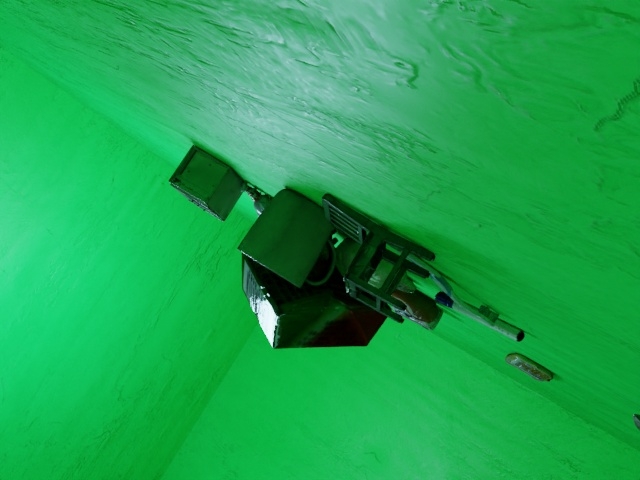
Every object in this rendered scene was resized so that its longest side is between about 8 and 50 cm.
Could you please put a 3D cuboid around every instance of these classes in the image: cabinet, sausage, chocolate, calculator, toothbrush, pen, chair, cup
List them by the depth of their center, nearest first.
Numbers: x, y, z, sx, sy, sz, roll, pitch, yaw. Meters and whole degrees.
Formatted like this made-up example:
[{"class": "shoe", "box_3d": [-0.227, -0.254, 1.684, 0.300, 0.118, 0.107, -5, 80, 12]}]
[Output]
[{"class": "chair", "box_3d": [0.089, 0.042, 1.295, 0.270, 0.147, 0.136, 30, 165, 13]}, {"class": "toothbrush", "box_3d": [0.270, 0.094, 1.409, 0.386, 0.040, 0.040, 34, 175, -19]}, {"class": "cup", "box_3d": [-0.057, 0.005, 1.586, 0.253, 0.200, 0.191, 35, 174, -25]}, {"class": "pen", "box_3d": [0.408, 0.195, 1.596, 0.269, 0.033, 0.033, 26, 172, 46]}, {"class": "chocolate", "box_3d": [-0.031, 0.159, 1.760, 0.341, 0.161, 0.360, 4, -153, -27]}, {"class": "cabinet", "box_3d": [-0.349, -0.173, 1.917, 0.145, 0.150, 0.206, 31, 174, 12]}, {"class": "sausage", "box_3d": [0.310, 0.203, 2.032, 0.179, 0.089, 0.089, 35, 175, 2]}, {"class": "calculator", "box_3d": [0.705, 0.426, 2.072, 0.157, 0.033, 0.236, 31, 173, 13]}]

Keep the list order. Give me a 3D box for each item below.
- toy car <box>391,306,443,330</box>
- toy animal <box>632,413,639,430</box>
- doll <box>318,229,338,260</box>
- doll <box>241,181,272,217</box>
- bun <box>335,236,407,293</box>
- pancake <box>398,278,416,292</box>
[{"class": "toy car", "box_3d": [0.328, 0.239, 2.192, 0.210, 0.089, 0.108, 24, 170, 47]}, {"class": "toy animal", "box_3d": [0.833, 0.499, 1.495, 0.251, 0.127, 0.125, 39, 174, -34]}, {"class": "doll", "box_3d": [0.000, 0.000, 1.744, 0.102, 0.088, 0.179, -1, -159, 0]}, {"class": "doll", "box_3d": [-0.186, -0.116, 1.962, 0.180, 0.079, 0.094, 46, -173, -14]}, {"class": "bun", "box_3d": [0.129, 0.080, 1.681, 0.210, 0.116, 0.237, 31, 174, 20]}, {"class": "pancake", "box_3d": [0.191, 0.095, 1.916, 0.254, 0.037, 0.253, 32, 174, 4]}]
